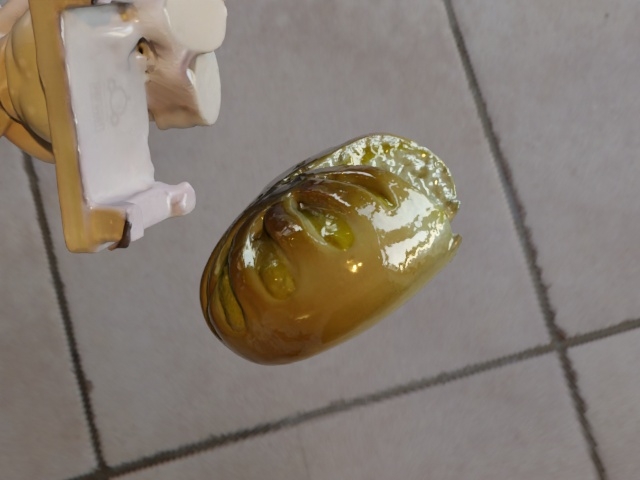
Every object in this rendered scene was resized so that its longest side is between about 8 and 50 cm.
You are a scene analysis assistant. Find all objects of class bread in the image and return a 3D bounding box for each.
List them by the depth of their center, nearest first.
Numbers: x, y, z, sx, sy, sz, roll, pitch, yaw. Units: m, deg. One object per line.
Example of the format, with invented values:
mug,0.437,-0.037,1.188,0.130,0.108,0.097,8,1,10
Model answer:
bread,0.000,0.000,1.497,0.333,0.333,0.160,-33,104,-6

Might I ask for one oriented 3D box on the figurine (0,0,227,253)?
figurine,-0.185,-0.074,0.672,0.256,0.182,0.144,2,35,20
